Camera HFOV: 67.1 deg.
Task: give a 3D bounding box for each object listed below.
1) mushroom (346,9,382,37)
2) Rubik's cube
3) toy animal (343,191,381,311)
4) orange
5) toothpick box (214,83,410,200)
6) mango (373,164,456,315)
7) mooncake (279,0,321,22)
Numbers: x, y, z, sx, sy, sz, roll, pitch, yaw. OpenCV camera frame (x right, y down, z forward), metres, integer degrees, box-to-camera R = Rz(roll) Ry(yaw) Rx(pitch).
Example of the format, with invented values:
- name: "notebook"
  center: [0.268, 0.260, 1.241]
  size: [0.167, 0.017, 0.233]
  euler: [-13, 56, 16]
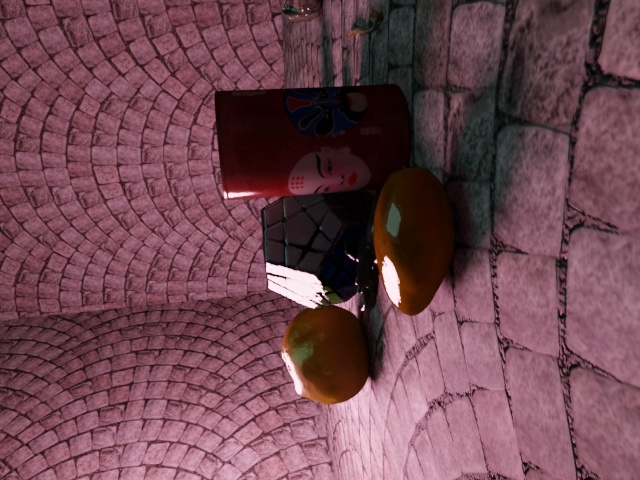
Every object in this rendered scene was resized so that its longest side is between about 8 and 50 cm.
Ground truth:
- name: "mushroom"
  center: [0.090, -0.465, 1.067]
  size: [0.286, 0.026, 0.028]
  euler: [-119, 41, -74]
- name: "Rubik's cube"
  center: [0.000, 0.000, 1.116]
  size: [0.264, 0.319, 0.318]
  euler: [28, 127, 48]
- name: "toy animal"
  center: [0.118, 0.020, 0.891]
  size: [0.146, 0.115, 0.244]
  euler: [-101, 34, -57]
- name: "orange"
  center: [0.013, 0.314, 1.339]
  size: [0.279, 0.236, 0.278]
  euler: [168, 90, -86]
- name: "toothpick box"
  center: [-0.021, -0.186, 0.913]
  size: [0.204, 0.334, 0.203]
  euler: [174, 90, -82]
- name: "mango"
  center: [0.137, 0.013, 0.719]
  size: [0.138, 0.114, 0.253]
  euler: [-121, 22, -55]
- name: "mooncake"
  center: [-0.069, -0.829, 1.532]
  size: [0.250, 0.136, 0.254]
  euler: [-100, 9, -54]
